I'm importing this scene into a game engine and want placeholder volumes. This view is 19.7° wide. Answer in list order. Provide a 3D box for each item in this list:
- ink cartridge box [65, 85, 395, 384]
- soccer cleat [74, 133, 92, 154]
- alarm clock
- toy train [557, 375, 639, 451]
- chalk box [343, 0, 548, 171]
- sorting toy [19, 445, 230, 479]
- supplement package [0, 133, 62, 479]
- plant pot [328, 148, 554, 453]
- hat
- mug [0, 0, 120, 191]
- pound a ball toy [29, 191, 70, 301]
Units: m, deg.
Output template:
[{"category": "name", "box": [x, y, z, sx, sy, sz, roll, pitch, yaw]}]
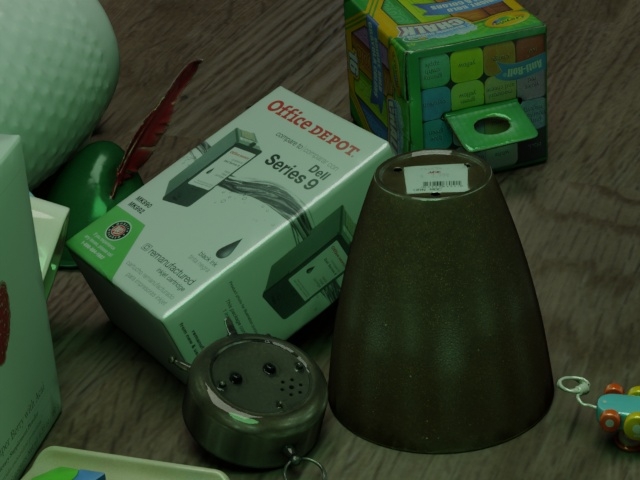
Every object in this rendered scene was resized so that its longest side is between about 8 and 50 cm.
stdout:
[{"category": "ink cartridge box", "box": [-0.074, -0.006, 1.839, 0.289, 0.121, 0.211, -38, 38, -16]}, {"category": "soccer cleat", "box": [-0.346, -0.194, 2.355, 0.143, 0.116, 0.331, 6, 30, -10]}, {"category": "alarm clock", "box": [-0.049, 0.154, 1.667, 0.129, 0.064, 0.192, -13, 50, -29]}, {"category": "toy train", "box": [0.303, 0.144, 1.684, 0.166, 0.046, 0.125, -14, 28, -24]}, {"category": "chalk box", "box": [0.158, -0.186, 2.181, 0.180, 0.179, 0.289, -13, 29, -15]}, {"category": "sorting toy", "box": [-0.197, 0.244, 1.562, 0.193, 0.038, 0.208, 6, 30, 18]}, {"category": "supplement package", "box": [-0.354, 0.069, 1.640, 0.175, 0.293, 0.177, 3, 29, 13]}, {"category": "plant pot", "box": [0.108, 0.041, 1.701, 0.215, 0.230, 0.215, -3, 28, 1]}, {"category": "hat", "box": [-0.252, -0.095, 2.053, 0.173, 0.184, 0.208, 14, 33, 31]}, {"category": "mug", "box": [-0.409, -0.210, 2.031, 0.276, 0.374, 0.328, 4, 29, 46]}, {"category": "pound a ball toy", "box": [-0.420, -0.009, 1.844, 0.319, 0.208, 0.136, 17, 64, -3]}]
